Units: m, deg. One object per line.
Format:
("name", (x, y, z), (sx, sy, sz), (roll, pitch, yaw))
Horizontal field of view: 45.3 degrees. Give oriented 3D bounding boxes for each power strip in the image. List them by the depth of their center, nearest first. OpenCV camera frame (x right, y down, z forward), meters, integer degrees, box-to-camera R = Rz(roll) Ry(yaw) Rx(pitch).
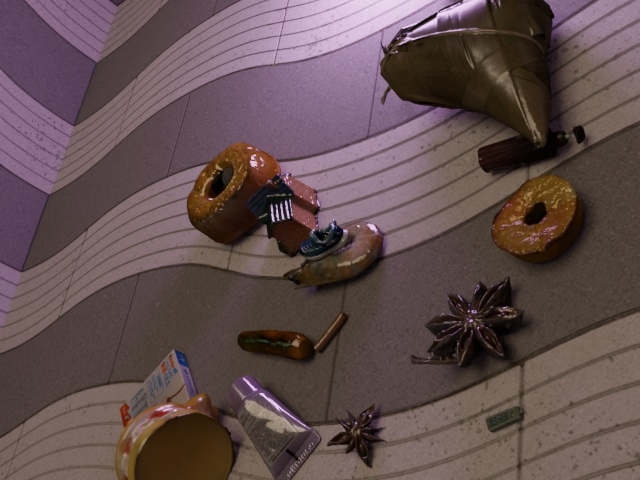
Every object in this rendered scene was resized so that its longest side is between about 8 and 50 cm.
("power strip", (0.347, 0.335, 1.443), (0.083, 0.017, 0.027), (-34, 45, 29))

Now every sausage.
("sausage", (0.025, 0.222, 1.866), (0.116, 0.026, 0.026), (-52, 38, 6))

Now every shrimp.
("shrimp", (0.027, 0.041, 1.960), (0.317, 0.077, 0.168), (-18, 42, 34))

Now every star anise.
("star anise", (0.300, 0.180, 1.548), (0.262, 0.081, 0.230), (-42, 40, 2))
("star anise", (0.088, 0.406, 1.648), (0.124, 0.056, 0.129), (20, 75, 26))

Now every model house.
("model house", (-0.111, -0.079, 2.105), (0.166, 0.172, 0.183), (-37, 43, 22))

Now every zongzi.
("zongzi", (0.290, -0.342, 1.789), (0.500, 0.218, 0.467), (-17, 47, 37))

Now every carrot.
("carrot", (-0.119, 0.265, 1.962), (0.260, 0.070, 0.070), (-4, 62, 48))

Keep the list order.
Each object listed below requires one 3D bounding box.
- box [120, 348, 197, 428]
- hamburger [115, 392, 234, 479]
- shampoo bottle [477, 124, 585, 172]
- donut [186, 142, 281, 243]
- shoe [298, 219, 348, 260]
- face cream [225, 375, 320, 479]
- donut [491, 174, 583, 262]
("box", (-0.457, 0.491, 2.185), (0.265, 0.048, 0.273), (-47, 38, 13))
("hamburger", (-0.361, 0.515, 1.908), (0.302, 0.261, 0.186), (-49, 30, -19))
("shampoo bottle", (0.454, -0.202, 1.659), (0.236, 0.067, 0.068), (-15, 47, 41))
("donut", (-0.263, -0.146, 2.338), (0.299, 0.150, 0.317), (14, 76, 48))
("shoe", (0.000, 0.000, 1.906), (0.143, 0.071, 0.064), (-24, 36, 31))
("face cream", (-0.122, 0.440, 1.835), (0.154, 0.096, 0.274), (-51, 51, 4))
("donut", (0.445, -0.037, 1.551), (0.174, 0.074, 0.190), (15, 72, 52))
